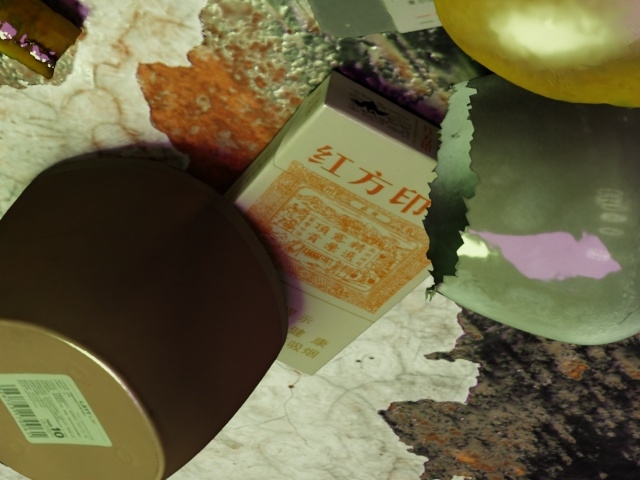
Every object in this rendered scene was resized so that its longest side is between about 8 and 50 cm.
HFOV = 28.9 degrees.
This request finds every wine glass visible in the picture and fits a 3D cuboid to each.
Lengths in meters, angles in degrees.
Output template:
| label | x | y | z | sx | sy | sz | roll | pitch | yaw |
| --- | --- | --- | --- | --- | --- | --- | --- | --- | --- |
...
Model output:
| label | x | y | z | sx | sy | sz | roll | pitch | yaw |
| --- | --- | --- | --- | --- | --- | --- | --- | --- | --- |
| wine glass | 0.251 | -0.021 | 0.990 | 0.323 | 0.238 | 0.238 | 7 | 141 | -2 |

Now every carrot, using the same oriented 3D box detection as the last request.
| label | x | y | z | sx | sy | sz | roll | pitch | yaw |
| --- | --- | --- | --- | --- | --- | --- | --- | --- | --- |
| carrot | -0.314 | -0.215 | 0.996 | 0.260 | 0.070 | 0.070 | 30 | 137 | -27 |

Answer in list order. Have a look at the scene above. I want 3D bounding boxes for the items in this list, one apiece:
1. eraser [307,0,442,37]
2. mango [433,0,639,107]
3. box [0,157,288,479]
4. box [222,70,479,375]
| label | x | y | z | sx | sy | sz | roll | pitch | yaw |
| --- | --- | --- | --- | --- | --- | --- | --- | --- | --- |
| eraser | 0.158 | -0.215 | 0.896 | 0.352 | 0.061 | 0.089 | -6 | 144 | 19 |
| mango | 0.276 | -0.213 | 0.701 | 0.445 | 0.232 | 0.300 | -13 | 93 | 16 |
| box | -0.208 | 0.090 | 1.174 | 0.301 | 0.216 | 0.301 | 17 | 134 | 18 |
| box | 0.000 | 0.000 | 1.203 | 0.204 | 0.051 | 0.365 | 27 | 138 | -18 |
